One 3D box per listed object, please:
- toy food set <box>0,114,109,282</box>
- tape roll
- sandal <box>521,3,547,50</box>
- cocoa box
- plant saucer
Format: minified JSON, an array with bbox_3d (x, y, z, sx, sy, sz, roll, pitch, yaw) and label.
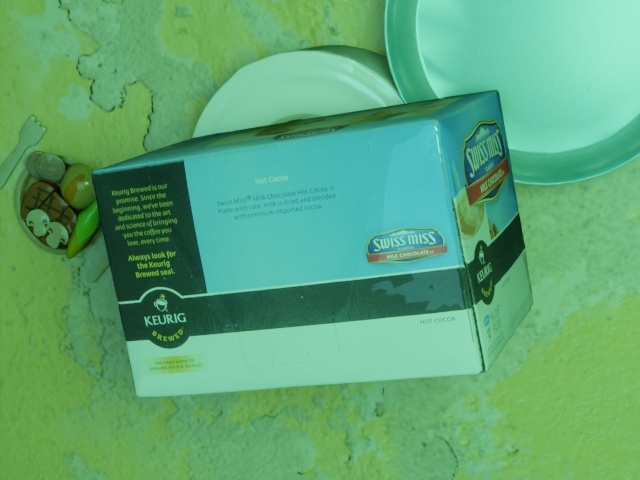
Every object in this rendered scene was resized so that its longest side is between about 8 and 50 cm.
[{"bbox_3d":[-0.318,-0.045,1.555,0.192,0.038,0.132,42,112,8],"label":"toy food set"},{"bbox_3d":[0.002,-0.067,1.398,0.286,0.100,0.286,4,103,19],"label":"tape roll"},{"bbox_3d":[0.203,-0.225,1.319,0.179,0.040,0.067,44,111,7],"label":"sandal"},{"bbox_3d":[0.000,0.000,1.231,0.347,0.231,0.228,-7,100,22],"label":"cocoa box"},{"bbox_3d":[0.222,-0.214,1.271,0.318,0.044,0.317,2,100,10],"label":"plant saucer"}]
